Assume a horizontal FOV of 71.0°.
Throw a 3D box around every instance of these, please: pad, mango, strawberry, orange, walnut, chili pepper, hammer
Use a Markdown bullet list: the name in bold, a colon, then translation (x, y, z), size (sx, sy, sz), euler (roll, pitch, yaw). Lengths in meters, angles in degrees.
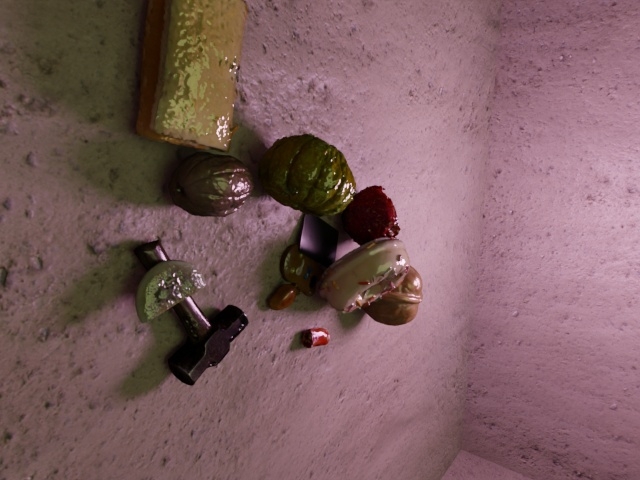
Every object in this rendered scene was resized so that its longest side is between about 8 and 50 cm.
- **pad**: translation (0.000, 0.000, 1.668), size (0.245, 0.006, 0.170), euler (32, 61, -52)
- **mango**: translation (-0.128, 0.193, 1.520), size (0.114, 0.060, 0.080), euler (-34, 140, -41)
- **strawberry**: translation (0.193, -0.082, 1.780), size (0.274, 0.220, 0.274), euler (176, -90, -88)
- **orange**: translation (-0.028, -0.195, 1.358), size (0.301, 0.300, 0.223), euler (25, 85, -35)
- **walnut**: translation (-0.269, -0.144, 1.157), size (0.230, 0.178, 0.178), euler (-10, 106, -54)
- **walnut**: translation (0.312, 0.224, 1.958), size (0.285, 0.285, 0.296), euler (0, 104, -54)
- **chili pepper**: translation (-0.016, 0.371, 1.709), size (0.070, 0.073, 0.123), euler (-45, 150, 24)
- **hammer**: translation (-0.363, 0.166, 1.191), size (0.242, 0.095, 0.409), euler (-47, 127, -37)

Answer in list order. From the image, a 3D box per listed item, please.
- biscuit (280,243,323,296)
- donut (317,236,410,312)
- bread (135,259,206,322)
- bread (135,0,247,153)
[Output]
- **biscuit**: translation (-0.065, 0.107, 1.609), size (0.236, 0.039, 0.180), euler (46, 62, -46)
- **donut**: translation (0.171, 0.141, 1.679), size (0.383, 0.142, 0.382), euler (-25, 156, -12)
- **bread**: translation (-0.368, 0.105, 1.091), size (0.193, 0.036, 0.112), euler (-34, 115, -44)
- **bread**: translation (-0.294, -0.406, 1.067), size (0.236, 0.165, 0.375), euler (4, 95, -50)
